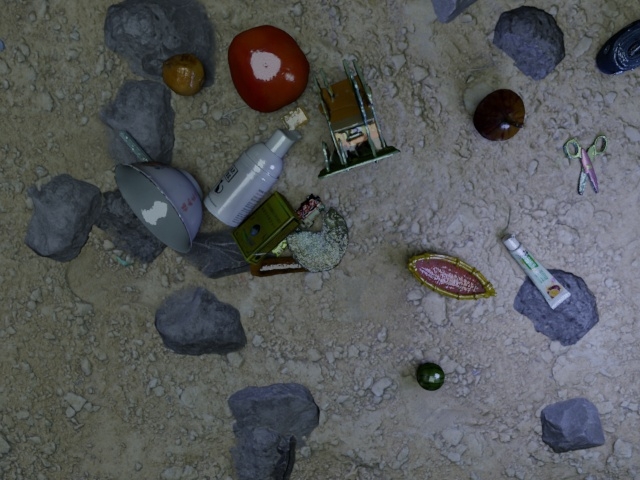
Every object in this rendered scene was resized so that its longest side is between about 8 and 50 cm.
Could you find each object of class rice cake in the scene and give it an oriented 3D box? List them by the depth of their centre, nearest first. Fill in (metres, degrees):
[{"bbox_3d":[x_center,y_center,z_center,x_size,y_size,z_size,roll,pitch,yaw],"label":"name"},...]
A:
[{"bbox_3d":[-0.604,-0.288,1.531,0.033,0.033,0.207,-39,97,12],"label":"rice cake"}]

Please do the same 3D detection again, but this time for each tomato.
[{"bbox_3d":[-0.160,-0.528,1.383,0.260,0.180,0.259,-1,107,-3],"label":"tomato"}]

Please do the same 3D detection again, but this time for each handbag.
[{"bbox_3d":[-0.083,-0.398,1.481,0.083,0.027,0.061,-29,100,10],"label":"handbag"}]

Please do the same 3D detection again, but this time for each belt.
[{"bbox_3d":[0.945,-0.585,1.332,0.218,0.128,0.122,-34,97,8],"label":"belt"}]

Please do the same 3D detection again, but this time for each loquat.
[{"bbox_3d":[-0.437,-0.528,1.438,0.137,0.113,0.137,11,123,17],"label":"loquat"}]

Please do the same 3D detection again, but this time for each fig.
[{"bbox_3d":[0.542,-0.374,1.385,0.148,0.202,0.149,43,137,7],"label":"fig"}]

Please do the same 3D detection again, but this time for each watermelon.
[{"bbox_3d":[0.395,0.482,1.601,0.109,0.109,0.109,1,102,3],"label":"watermelon"}]

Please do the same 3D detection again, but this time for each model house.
[{"bbox_3d":[0.060,-0.357,1.313,0.243,0.357,0.312,-20,102,9],"label":"model house"}]

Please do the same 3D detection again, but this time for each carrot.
[{"bbox_3d":[-0.084,0.087,1.564,0.314,0.066,0.066,-4,102,4],"label":"carrot"}]

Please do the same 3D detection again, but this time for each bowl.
[{"bbox_3d":[-0.485,-0.137,1.464,0.345,0.345,0.157,50,58,-7],"label":"bowl"}]

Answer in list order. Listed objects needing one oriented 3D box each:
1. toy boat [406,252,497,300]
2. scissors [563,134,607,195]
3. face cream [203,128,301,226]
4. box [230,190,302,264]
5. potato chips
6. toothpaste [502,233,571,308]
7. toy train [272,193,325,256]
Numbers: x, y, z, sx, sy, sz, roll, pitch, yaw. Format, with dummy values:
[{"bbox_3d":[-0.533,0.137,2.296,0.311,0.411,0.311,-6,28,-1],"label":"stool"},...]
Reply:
[{"bbox_3d":[0.434,0.122,1.527,0.318,0.099,0.141,20,106,-4],"label":"toy boat"},{"bbox_3d":[0.863,-0.240,1.464,0.134,0.020,0.187,-8,99,8],"label":"scissors"},{"bbox_3d":[-0.211,-0.225,1.465,0.145,0.145,0.369,40,101,-5],"label":"face cream"},{"bbox_3d":[-0.183,-0.041,1.508,0.220,0.064,0.141,-42,56,12],"label":"box"},{"bbox_3d":[0.000,-0.001,1.517,0.202,0.029,0.220,44,97,-8],"label":"potato chips"},{"bbox_3d":[0.725,0.102,1.532,0.314,0.056,0.058,46,141,-10],"label":"toothpaste"},{"bbox_3d":[-0.084,-0.054,1.542,0.085,0.053,0.250,43,99,-15],"label":"toy train"}]
